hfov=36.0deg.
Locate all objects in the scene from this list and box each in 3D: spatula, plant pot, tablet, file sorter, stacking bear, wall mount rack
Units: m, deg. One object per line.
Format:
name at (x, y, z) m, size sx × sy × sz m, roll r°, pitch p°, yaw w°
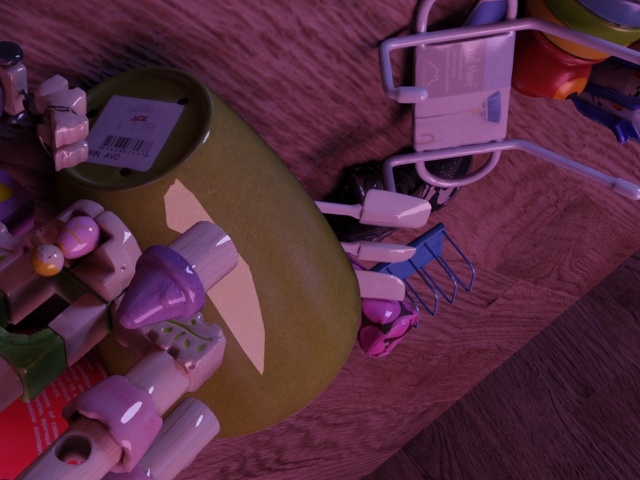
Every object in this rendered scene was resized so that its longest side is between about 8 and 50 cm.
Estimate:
spatula at (0.000, 0.000, 1.185) m, size 0.241 × 0.019 × 0.168 m, roll 7°, pitch 134°, yaw -6°
plant pot at (-0.120, -0.006, 0.898) m, size 0.274 × 0.275 × 0.294 m, roll -33°, pitch 144°, yaw -11°
tablet at (0.200, -0.267, 1.167) m, size 0.083 × 0.006 × 0.054 m, roll -16°, pitch 151°, yaw -41°
file sorter at (0.168, 0.076, 1.684) m, size 0.170 × 0.104 × 0.118 m, roll -33°, pitch 159°, yaw -11°
stacking bear at (0.308, -0.269, 1.123) m, size 0.175 × 0.164 × 0.289 m, roll -19°, pitch 160°, yaw -32°
wall mount rack at (0.221, -0.142, 1.128) m, size 0.304 × 0.131 × 0.350 m, roll -8°, pitch 144°, yaw 0°

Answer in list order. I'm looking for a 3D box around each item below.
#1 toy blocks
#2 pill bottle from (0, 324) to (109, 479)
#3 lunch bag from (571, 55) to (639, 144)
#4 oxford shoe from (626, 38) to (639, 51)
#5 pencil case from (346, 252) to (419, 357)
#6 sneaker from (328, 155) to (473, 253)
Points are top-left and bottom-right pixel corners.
toy blocks at (-0.244, 0.078, 0.697) m, size 0.260 × 0.288 × 0.309 m, roll -42°, pitch 158°, yaw -37°
pill bottle at (-0.315, 0.207, 1.023) m, size 0.229 × 0.229 × 0.407 m, roll -48°, pitch 156°, yaw 26°
lunch bag at (0.444, -0.231, 1.268) m, size 0.243 × 0.115 × 0.303 m, roll -36°, pitch -157°, yaw 2°
oxford shoe at (0.449, -0.327, 1.141) m, size 0.271 × 0.097 × 0.098 m, roll -38°, pitch 126°, yaw 21°
pencil case at (0.026, 0.070, 1.306) m, size 0.098 × 0.209 × 0.095 m, roll -55°, pitch 160°, yaw 16°
sneaker at (0.108, -0.071, 1.311) m, size 0.227 × 0.087 × 0.130 m, roll -31°, pitch 165°, yaw -1°
